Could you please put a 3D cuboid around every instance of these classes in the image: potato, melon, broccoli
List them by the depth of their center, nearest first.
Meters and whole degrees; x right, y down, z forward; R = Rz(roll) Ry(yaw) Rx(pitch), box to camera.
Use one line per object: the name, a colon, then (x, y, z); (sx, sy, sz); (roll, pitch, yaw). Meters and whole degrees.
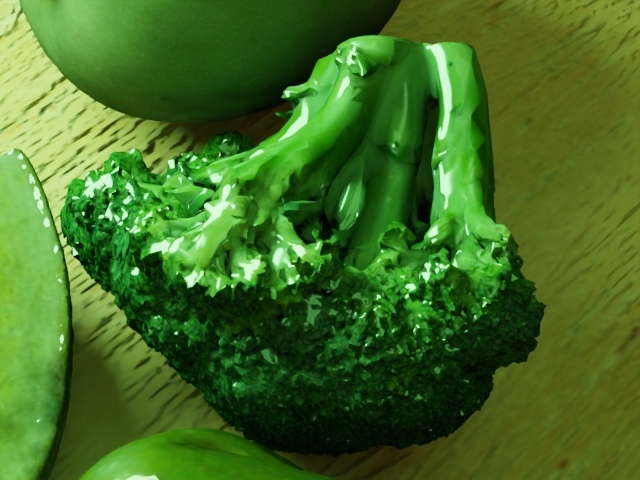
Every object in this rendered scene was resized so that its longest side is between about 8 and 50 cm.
potato: (-0.257, 0.098, 0.673); (0.269, 0.112, 0.255); (-14, 62, -22)
broccoli: (0.000, 0.000, 0.706); (0.295, 0.265, 0.245); (7, 77, 39)
melon: (-0.068, -0.209, 0.831); (0.308, 0.271, 0.272); (-37, 69, -15)

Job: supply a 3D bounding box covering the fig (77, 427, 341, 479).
fig: (-0.007, 0.195, 0.637); (0.275, 0.206, 0.206); (2, 52, -38)
